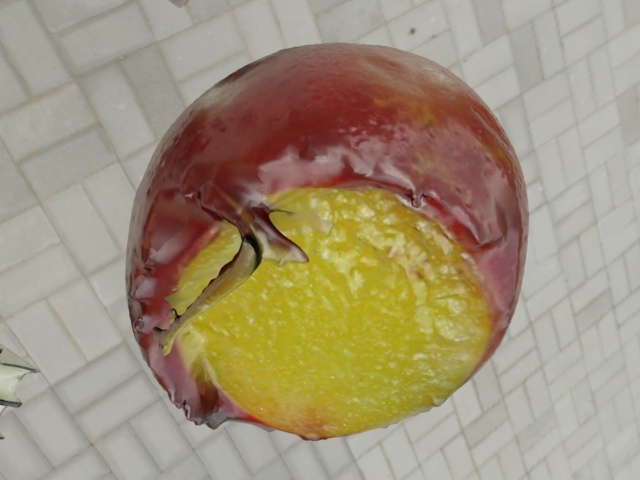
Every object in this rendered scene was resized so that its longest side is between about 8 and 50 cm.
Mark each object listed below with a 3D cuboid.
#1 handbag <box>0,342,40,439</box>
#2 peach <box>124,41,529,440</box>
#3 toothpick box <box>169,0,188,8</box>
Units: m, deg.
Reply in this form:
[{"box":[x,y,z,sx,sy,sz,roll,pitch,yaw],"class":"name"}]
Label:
[{"box":[-0.705,0.196,1.239,0.237,0.358,0.160,35,78,-53],"class":"handbag"},{"box":[-0.005,-0.005,0.654,0.335,0.310,0.406,15,138,-15],"class":"peach"},{"box":[-0.259,-0.454,1.065,0.181,0.111,0.111,33,87,-18],"class":"toothpick box"}]
